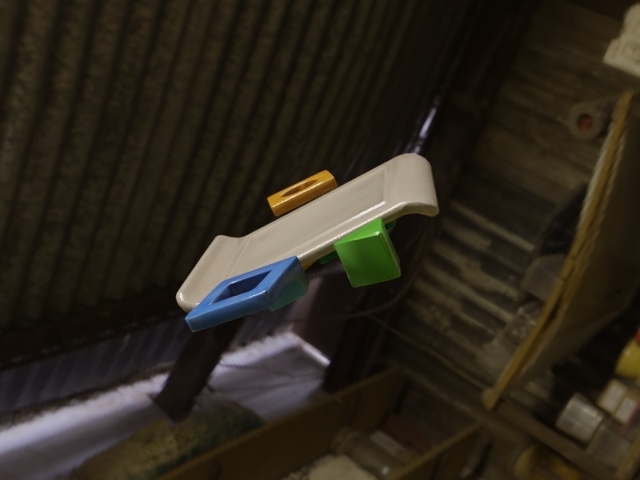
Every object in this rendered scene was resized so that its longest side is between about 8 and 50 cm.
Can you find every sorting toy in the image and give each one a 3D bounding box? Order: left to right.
[{"bbox_3d":[0.000,0.000,0.743,0.196,0.047,0.348,-23,13,10],"label":"sorting toy"}]
